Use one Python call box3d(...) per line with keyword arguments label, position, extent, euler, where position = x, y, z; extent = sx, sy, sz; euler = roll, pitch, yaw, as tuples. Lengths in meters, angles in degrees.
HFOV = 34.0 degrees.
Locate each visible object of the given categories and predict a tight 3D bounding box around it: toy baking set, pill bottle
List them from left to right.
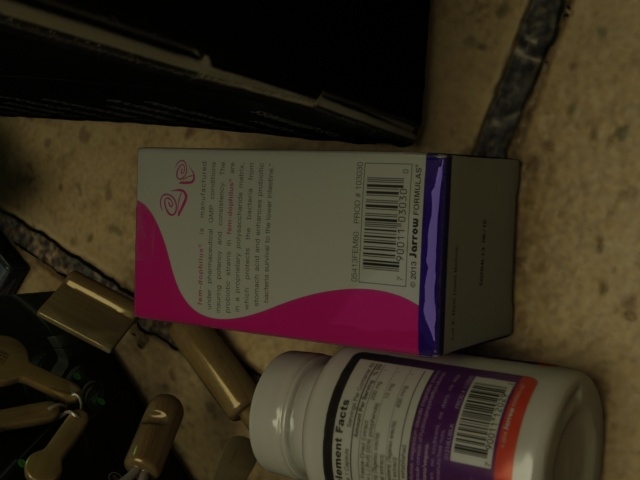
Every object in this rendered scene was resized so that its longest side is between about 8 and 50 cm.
box3d(label="toy baking set", position=(-0.124, 0.130, 0.698), extent=(0.256, 0.197, 0.030), euler=(47, 142, 19))
box3d(label="pill bottle", position=(0.057, 0.116, 0.617), extent=(0.193, 0.108, 0.108), euler=(5, 94, 33))

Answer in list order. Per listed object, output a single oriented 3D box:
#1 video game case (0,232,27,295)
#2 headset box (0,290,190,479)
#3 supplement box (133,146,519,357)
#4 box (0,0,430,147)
box3d(label="video game case", position=(-0.383, 0.065, 0.953), extent=(0.196, 0.026, 0.274), euler=(45, 112, 24))
box3d(label="headset box", position=(-0.238, 0.171, 0.727), extent=(0.131, 0.246, 0.283), euler=(-46, 68, 26))
box3d(label="supplement box", position=(0.000, 0.000, 0.650), extent=(0.220, 0.114, 0.111), euler=(5, 94, 32))
box3d(label="box", position=(-0.227, -0.221, 0.531), extent=(0.471, 0.480, 0.297), euler=(4, 92, 22))
